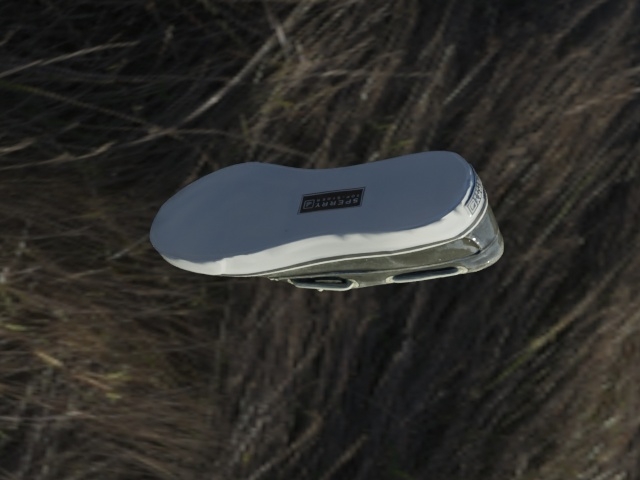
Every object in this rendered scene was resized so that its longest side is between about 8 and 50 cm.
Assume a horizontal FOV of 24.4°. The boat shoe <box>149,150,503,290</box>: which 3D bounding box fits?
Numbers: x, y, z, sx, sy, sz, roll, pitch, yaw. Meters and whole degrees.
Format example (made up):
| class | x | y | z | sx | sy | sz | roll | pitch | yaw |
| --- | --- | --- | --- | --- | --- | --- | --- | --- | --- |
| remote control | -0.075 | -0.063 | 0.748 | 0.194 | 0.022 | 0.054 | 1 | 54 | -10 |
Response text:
| class | x | y | z | sx | sy | sz | roll | pitch | yaw |
| --- | --- | --- | --- | --- | --- | --- | --- | --- | --- |
| boat shoe | 0.000 | 0.000 | 0.879 | 0.070 | 0.219 | 0.078 | 57 | 41 | -41 |
